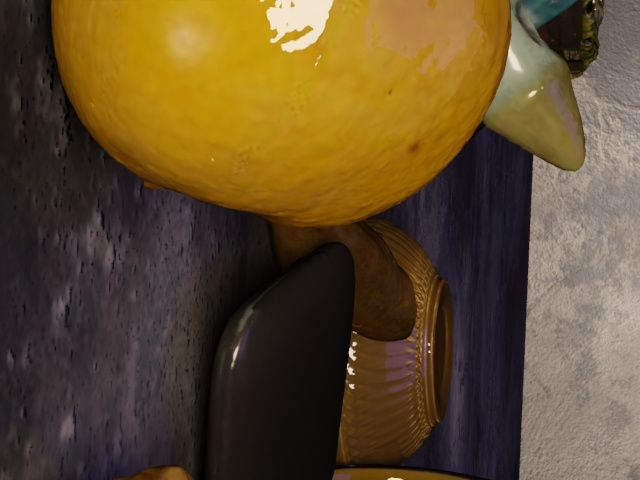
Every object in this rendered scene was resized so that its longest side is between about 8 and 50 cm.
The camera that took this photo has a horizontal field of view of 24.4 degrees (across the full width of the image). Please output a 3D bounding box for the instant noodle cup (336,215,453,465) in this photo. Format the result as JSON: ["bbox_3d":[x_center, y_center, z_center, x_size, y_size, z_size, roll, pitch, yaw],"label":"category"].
[{"bbox_3d":[0.062,0.095,1.272,0.274,0.090,0.274,2,90,-77],"label":"instant noodle cup"}]

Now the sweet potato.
[{"bbox_3d":[0.000,0.000,1.051,0.244,0.077,0.077,49,44,-49],"label":"sweet potato"}]

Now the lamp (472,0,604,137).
[{"bbox_3d":[0.096,-0.190,1.083,0.247,0.246,0.247,3,90,-76],"label":"lamp"}]

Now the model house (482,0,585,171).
[{"bbox_3d":[0.094,-0.195,0.846,0.325,0.194,0.267,56,20,-6],"label":"model house"}]

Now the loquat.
[{"bbox_3d":[-0.019,-0.102,0.664,0.208,0.208,0.208,3,90,-76],"label":"loquat"}]

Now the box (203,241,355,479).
[{"bbox_3d":[-0.025,0.106,0.954,0.212,0.042,0.201,-39,137,-62],"label":"box"}]

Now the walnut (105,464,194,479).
[{"bbox_3d":[-0.092,0.187,0.656,0.211,0.087,0.167,59,29,-70],"label":"walnut"}]

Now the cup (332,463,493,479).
[{"bbox_3d":[0.025,0.308,1.075,0.255,0.178,0.256,3,92,-43],"label":"cup"}]
